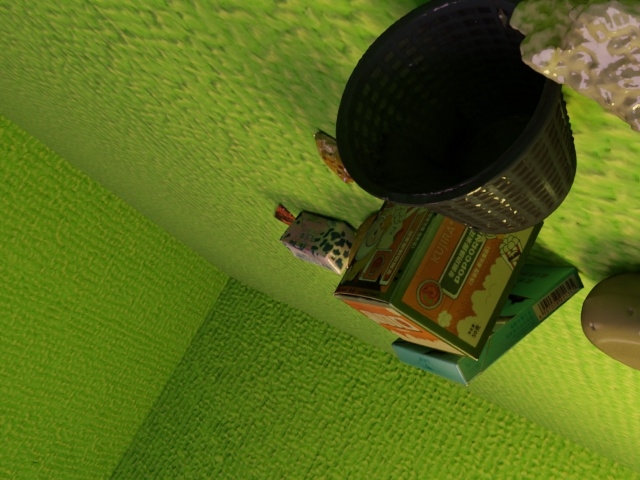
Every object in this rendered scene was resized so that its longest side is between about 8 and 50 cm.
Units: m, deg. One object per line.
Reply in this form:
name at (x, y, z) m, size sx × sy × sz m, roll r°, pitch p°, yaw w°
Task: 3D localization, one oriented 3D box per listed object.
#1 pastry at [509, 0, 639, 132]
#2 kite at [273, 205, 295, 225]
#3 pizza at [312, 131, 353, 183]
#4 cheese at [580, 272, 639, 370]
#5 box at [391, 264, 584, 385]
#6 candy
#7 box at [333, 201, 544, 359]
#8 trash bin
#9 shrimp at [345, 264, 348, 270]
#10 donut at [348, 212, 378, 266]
pastry at (0.230, -0.078, 0.332) m, size 0.258 × 0.121 × 0.089 m, roll 44°, pitch 137°, yaw 10°
kite at (-0.074, -0.043, 1.449) m, size 0.125 × 0.008 × 0.222 m, roll 19°, pitch 164°, yaw 43°
pizza at (0.044, -0.108, 0.866) m, size 0.109 × 0.026 × 0.123 m, roll 18°, pitch 163°, yaw 35°
cheese at (0.411, 0.108, 0.746) m, size 0.175 × 0.091 × 0.202 m, roll 29°, pitch 169°, yaw 1°
box at (0.231, 0.107, 0.851) m, size 0.041 × 0.229 × 0.162 m, roll 61°, pitch 160°, yaw -11°
candy at (0.000, 0.000, 1.252) m, size 0.160 × 0.092 × 0.073 m, roll 19°, pitch 159°, yaw 48°
box at (0.140, 0.023, 0.771) m, size 0.148 × 0.194 × 0.177 m, roll 33°, pitch 168°, yaw -15°
trash bin at (0.129, -0.082, 0.491) m, size 0.175 × 0.175 × 0.161 m, roll 18°, pitch 174°, yaw 43°
shrimp at (0.101, 0.074, 1.399) m, size 0.145 × 0.059 × 0.254 m, roll 27°, pitch 168°, yaw 26°
donut at (0.173, 0.068, 1.091) m, size 0.303 × 0.110 × 0.303 m, roll 29°, pitch 167°, yaw 7°
